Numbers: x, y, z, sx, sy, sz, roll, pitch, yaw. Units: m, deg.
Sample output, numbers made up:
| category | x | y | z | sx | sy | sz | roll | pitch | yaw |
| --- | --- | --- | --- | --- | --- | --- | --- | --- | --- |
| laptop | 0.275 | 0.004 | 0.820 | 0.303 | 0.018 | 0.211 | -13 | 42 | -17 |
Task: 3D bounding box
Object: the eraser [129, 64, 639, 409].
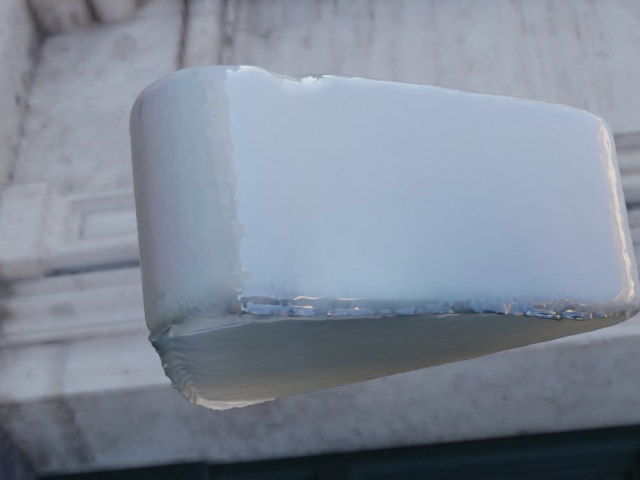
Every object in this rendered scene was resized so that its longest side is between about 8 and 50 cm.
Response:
| category | x | y | z | sx | sy | sz | roll | pitch | yaw |
| --- | --- | --- | --- | --- | --- | --- | --- | --- | --- |
| eraser | 0.000 | 0.000 | 0.858 | 0.331 | 0.331 | 0.150 | 54 | 27 | -75 |
